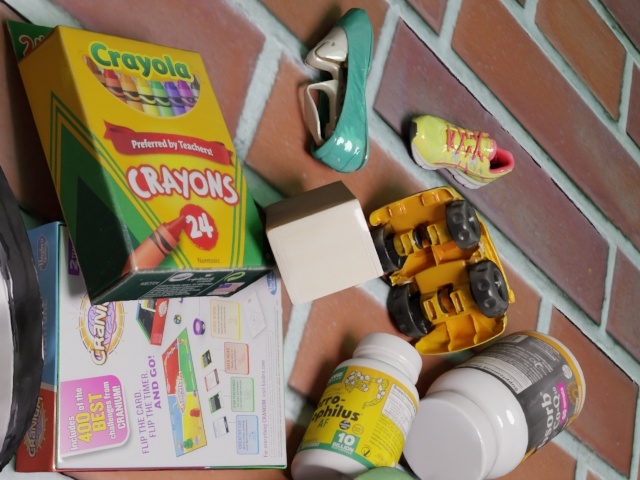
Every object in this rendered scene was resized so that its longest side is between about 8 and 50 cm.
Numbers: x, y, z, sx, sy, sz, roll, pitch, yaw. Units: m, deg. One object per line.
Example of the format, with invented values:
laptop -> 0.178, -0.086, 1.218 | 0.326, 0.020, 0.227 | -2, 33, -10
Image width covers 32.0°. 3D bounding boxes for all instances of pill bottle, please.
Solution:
pill bottle -> 0.053, 0.219, 1.372 | 0.117, 0.117, 0.208 | 51, 47, -28
pill bottle -> 0.240, 0.236, 1.550 | 0.278, 0.162, 0.162 | -21, 96, -49

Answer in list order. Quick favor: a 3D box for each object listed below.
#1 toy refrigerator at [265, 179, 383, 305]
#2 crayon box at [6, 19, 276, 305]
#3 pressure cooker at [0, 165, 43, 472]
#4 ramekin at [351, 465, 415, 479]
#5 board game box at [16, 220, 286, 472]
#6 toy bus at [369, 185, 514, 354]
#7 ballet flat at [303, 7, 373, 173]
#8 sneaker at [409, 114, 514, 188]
toy refrigerator -> 0.000, 0.000, 1.266 | 0.269, 0.102, 0.094 | -114, -175, -83
crayon box -> -0.185, -0.097, 1.150 | 0.202, 0.081, 0.319 | -1, 64, -51
pressure cooker -> -0.427, 0.070, 0.667 | 0.420, 0.369, 0.376 | -21, 100, -49
ramekin -> 0.079, 0.419, 1.232 | 0.303, 0.148, 0.303 | -32, 132, -44
board game box -> -0.168, 0.123, 1.184 | 0.316, 0.064, 0.242 | 13, 71, -47
toy bus -> 0.187, 0.022, 1.574 | 0.211, 0.149, 0.220 | -35, 104, -61
ballet flat -> 0.021, -0.211, 1.483 | 0.087, 0.083, 0.247 | 14, 67, -32
sneaker -> 0.214, -0.142, 1.672 | 0.208, 0.094, 0.082 | 18, 68, -44
